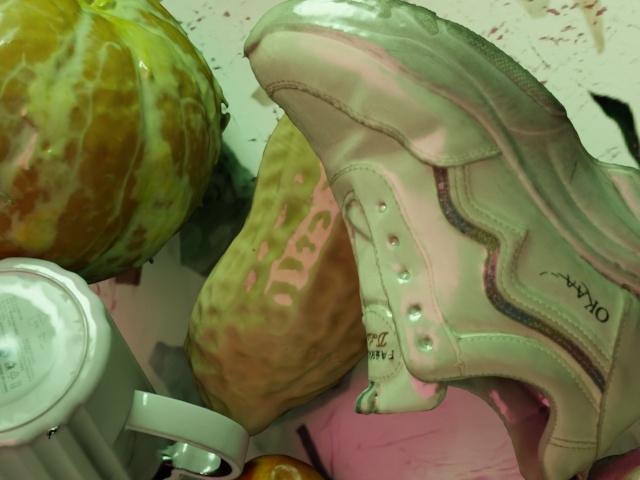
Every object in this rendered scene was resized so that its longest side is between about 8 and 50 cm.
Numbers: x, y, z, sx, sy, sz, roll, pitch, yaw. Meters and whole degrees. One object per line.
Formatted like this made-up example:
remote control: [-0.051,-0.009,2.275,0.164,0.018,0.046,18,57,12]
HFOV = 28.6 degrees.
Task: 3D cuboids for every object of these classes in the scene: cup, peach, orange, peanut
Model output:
cup: [-0.176,0.115,0.898,0.221,0.202,0.167,-18,58,-6]
peach: [-0.030,0.209,0.910,0.100,0.100,0.101,-7,77,32]
orange: [-0.238,-0.103,0.970,0.329,0.329,0.249,42,112,31]
peanut: [0.000,0.000,0.911,0.153,0.140,0.325,46,109,41]

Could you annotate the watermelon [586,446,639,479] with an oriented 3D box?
watermelon: [0.116,0.327,0.748,0.222,0.319,0.292,44,136,-3]

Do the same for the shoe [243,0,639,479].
shoe: [0.073,0.008,0.751,0.342,0.132,0.210,36,76,-6]
